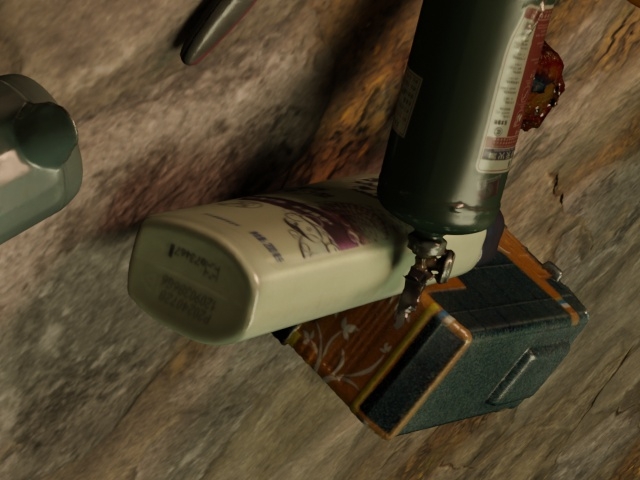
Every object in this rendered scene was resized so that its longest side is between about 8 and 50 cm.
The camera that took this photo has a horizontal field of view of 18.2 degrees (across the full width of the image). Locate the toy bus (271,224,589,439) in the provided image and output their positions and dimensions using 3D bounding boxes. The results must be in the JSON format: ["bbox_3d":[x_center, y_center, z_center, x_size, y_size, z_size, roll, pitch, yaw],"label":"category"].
[{"bbox_3d":[0.104,0.068,1.727,0.138,0.167,0.275,-53,158,21],"label":"toy bus"}]

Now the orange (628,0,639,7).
[{"bbox_3d":[0.268,-0.247,1.508,0.154,0.134,0.155,-26,129,-37],"label":"orange"}]

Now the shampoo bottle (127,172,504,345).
[{"bbox_3d":[0.000,0.000,1.460,0.359,0.134,0.078,-14,121,-56],"label":"shampoo bottle"}]

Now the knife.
[{"bbox_3d":[-0.011,-0.206,1.220,0.247,0.018,0.035,-52,155,12],"label":"knife"}]

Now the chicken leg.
[{"bbox_3d":[0.136,-0.120,1.579,0.234,0.063,0.105,-16,150,-52],"label":"chicken leg"}]

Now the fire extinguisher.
[{"bbox_3d":[0.098,-0.084,1.389,0.118,0.093,0.294,-42,146,-72],"label":"fire extinguisher"}]

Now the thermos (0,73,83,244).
[{"bbox_3d":[-0.257,0.008,1.010,0.286,0.145,0.182,-30,-173,-35],"label":"thermos"}]
